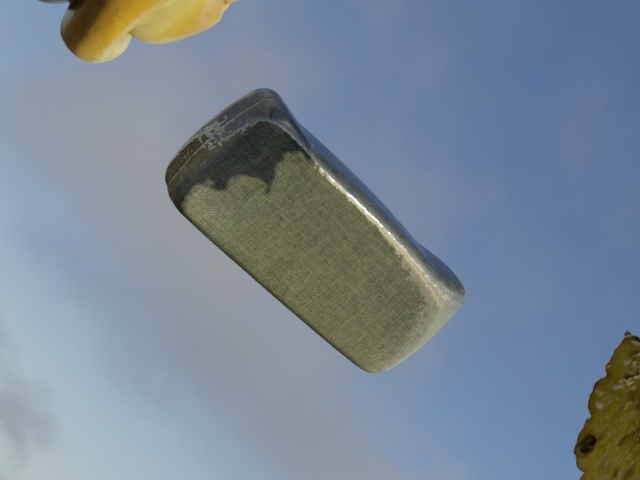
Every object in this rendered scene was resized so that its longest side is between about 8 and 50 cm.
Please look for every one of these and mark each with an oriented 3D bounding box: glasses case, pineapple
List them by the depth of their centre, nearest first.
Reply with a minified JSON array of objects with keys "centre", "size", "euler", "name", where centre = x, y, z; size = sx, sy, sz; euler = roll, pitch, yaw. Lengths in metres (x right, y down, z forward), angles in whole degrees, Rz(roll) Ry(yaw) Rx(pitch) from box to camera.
[{"centre":[0.284,0.189,1.135],"size":[0.164,0.140,0.250],"euler":[30,8,-30],"name":"pineapple"},{"centre":[0.000,0.000,1.398],"size":[0.323,0.131,0.074],"euler":[43,12,-38],"name":"glasses case"}]

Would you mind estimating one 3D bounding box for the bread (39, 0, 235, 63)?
[{"centre":[-0.111,-0.246,0.750],"size":[0.311,0.172,0.121],"euler":[66,18,16],"name":"bread"}]
